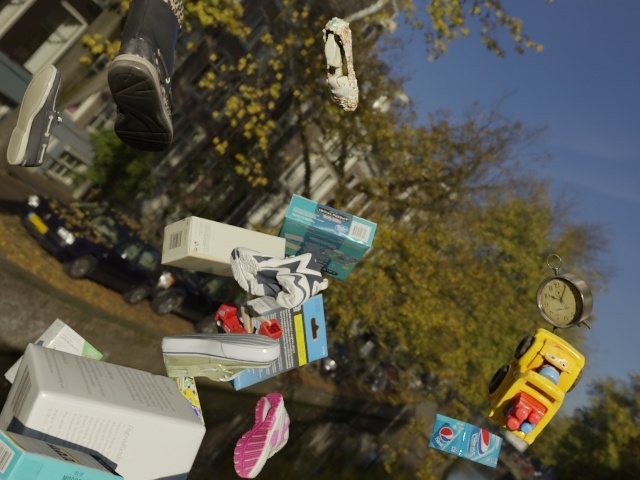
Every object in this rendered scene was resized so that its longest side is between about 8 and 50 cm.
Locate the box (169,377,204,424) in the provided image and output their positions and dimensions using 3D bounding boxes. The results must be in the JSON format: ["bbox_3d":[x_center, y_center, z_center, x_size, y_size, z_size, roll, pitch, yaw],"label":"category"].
[{"bbox_3d":[-0.407,0.488,2.184,0.054,0.059,0.169,-8,-84,47],"label":"box"}]

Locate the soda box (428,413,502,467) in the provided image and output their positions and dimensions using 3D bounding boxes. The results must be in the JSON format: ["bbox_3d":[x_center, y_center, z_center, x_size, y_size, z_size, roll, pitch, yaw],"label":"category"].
[{"bbox_3d":[0.303,0.415,1.484,0.071,0.067,0.210,8,-16,37],"label":"soda box"}]

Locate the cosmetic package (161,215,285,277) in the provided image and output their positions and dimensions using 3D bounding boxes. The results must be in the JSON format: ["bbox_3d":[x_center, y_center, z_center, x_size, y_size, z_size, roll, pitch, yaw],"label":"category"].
[{"bbox_3d":[-0.268,0.029,2.010,0.309,0.113,0.160,15,-19,-37],"label":"cosmetic package"}]

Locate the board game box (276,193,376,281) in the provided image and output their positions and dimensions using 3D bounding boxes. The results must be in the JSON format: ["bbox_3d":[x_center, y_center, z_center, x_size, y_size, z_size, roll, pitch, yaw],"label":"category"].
[{"bbox_3d":[0.000,0.000,2.158,0.253,0.079,0.336,20,-23,-4],"label":"board game box"}]

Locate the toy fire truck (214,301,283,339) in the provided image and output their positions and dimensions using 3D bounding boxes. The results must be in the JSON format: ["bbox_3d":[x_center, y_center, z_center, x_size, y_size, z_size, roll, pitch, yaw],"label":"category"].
[{"bbox_3d":[-0.188,0.213,1.843,0.047,0.135,0.192,-18,54,-44],"label":"toy fire truck"}]

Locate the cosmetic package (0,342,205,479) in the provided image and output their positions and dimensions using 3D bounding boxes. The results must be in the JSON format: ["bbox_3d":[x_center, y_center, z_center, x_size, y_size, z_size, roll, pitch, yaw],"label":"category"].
[{"bbox_3d":[-0.545,0.487,1.714,0.393,0.328,0.329,21,1,-28],"label":"cosmetic package"}]

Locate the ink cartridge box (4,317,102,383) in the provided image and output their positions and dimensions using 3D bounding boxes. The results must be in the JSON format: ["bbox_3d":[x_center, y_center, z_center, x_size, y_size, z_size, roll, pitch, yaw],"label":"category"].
[{"bbox_3d":[-0.753,0.354,2.037,0.093,0.212,0.154,14,-32,52],"label":"ink cartridge box"}]

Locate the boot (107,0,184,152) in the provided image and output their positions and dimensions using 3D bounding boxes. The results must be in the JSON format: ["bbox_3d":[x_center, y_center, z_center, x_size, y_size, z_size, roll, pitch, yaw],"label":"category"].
[{"bbox_3d":[-0.394,-0.396,1.663,0.138,0.284,0.377,7,-22,-2],"label":"boot"}]

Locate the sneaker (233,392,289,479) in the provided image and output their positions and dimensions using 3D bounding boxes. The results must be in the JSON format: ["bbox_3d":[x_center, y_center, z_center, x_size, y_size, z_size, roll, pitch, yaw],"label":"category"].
[{"bbox_3d":[-0.144,0.547,1.965,0.102,0.252,0.111,-8,-52,36],"label":"sneaker"}]

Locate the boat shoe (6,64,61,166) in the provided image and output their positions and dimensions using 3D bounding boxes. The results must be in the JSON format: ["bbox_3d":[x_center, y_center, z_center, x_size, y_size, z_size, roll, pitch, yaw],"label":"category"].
[{"bbox_3d":[-0.536,-0.236,1.384,0.065,0.206,0.075,15,14,-48],"label":"boat shoe"}]

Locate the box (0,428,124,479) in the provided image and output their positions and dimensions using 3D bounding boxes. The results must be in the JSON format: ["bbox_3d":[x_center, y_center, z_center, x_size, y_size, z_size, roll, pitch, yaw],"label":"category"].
[{"bbox_3d":[-0.486,0.420,1.325,0.100,0.060,0.244,19,-15,39],"label":"box"}]

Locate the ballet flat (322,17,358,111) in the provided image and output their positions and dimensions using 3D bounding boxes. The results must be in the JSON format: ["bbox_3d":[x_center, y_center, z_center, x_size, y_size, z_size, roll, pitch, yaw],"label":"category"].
[{"bbox_3d":[0.041,-0.438,1.826,0.091,0.077,0.241,3,-65,31],"label":"ballet flat"}]

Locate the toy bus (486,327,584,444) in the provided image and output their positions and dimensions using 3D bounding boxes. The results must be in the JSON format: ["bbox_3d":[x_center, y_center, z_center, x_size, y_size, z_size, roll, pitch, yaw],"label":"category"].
[{"bbox_3d":[0.464,0.328,1.567,0.149,0.220,0.211,35,19,10],"label":"toy bus"}]

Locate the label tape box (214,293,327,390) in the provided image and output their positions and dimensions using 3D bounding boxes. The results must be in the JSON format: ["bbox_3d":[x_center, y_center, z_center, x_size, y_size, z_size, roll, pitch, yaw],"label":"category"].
[{"bbox_3d":[-0.154,0.303,2.308,0.106,0.333,0.241,32,-47,55],"label":"label tape box"}]

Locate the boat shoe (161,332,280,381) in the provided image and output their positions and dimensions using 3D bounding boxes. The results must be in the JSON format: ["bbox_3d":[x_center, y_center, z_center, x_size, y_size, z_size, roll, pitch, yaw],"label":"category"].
[{"bbox_3d":[-0.210,0.249,1.526,0.302,0.094,0.109,-2,4,34],"label":"boat shoe"}]

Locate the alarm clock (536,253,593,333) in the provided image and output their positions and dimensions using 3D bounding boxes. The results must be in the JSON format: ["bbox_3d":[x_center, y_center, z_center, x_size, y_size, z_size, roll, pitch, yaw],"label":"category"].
[{"bbox_3d":[0.589,0.126,1.748,0.129,0.064,0.192,-18,-93,50],"label":"alarm clock"}]

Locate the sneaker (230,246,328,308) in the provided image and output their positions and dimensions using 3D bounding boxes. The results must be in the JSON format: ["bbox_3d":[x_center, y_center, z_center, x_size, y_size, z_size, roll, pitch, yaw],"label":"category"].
[{"bbox_3d":[-0.082,0.068,1.617,0.234,0.094,0.153,18,21,40],"label":"sneaker"}]
